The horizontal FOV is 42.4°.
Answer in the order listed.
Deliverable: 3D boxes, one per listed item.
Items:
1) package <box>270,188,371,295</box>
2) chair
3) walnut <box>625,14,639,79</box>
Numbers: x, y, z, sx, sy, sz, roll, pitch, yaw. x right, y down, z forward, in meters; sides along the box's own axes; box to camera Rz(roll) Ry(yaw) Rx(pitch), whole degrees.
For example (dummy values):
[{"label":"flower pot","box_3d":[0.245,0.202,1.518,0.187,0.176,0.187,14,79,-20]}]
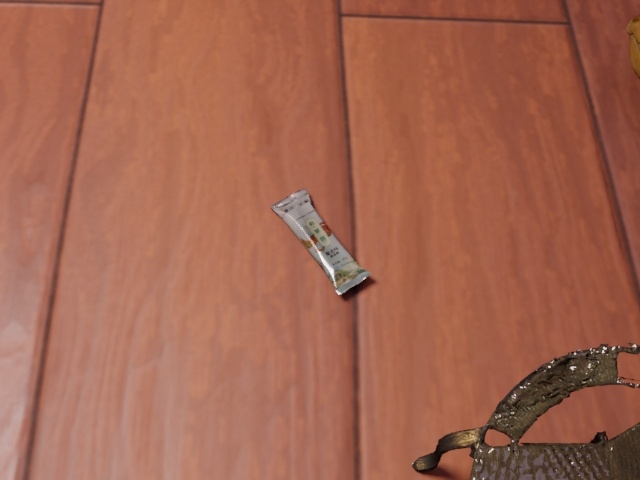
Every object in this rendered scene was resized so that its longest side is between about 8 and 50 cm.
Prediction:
[{"label":"package","box_3d":[0.000,0.000,0.717,0.037,0.015,0.110,-30,64,-15]},{"label":"chair","box_3d":[0.163,0.168,0.517,0.149,0.213,0.174,2,57,-10]},{"label":"walnut","box_3d":[0.406,-0.155,0.782,0.245,0.137,0.137,29,60,2]}]
